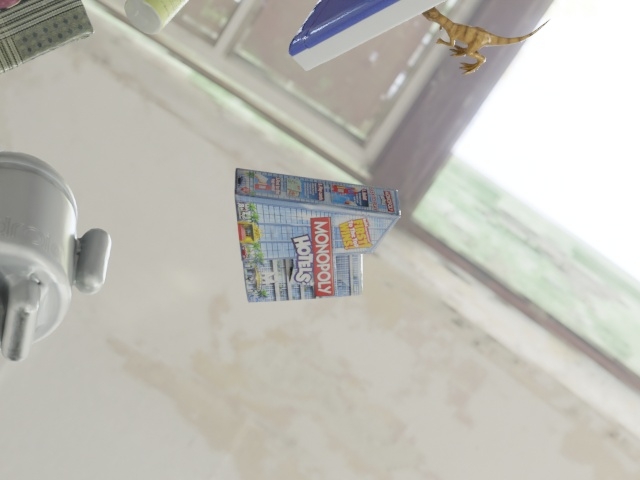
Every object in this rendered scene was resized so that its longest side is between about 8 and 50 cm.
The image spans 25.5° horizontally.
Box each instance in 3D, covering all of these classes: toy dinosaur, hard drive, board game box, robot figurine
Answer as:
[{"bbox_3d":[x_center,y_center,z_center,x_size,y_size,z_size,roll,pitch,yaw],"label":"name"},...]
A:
[{"bbox_3d":[0.264,-0.333,2.349,0.211,0.112,0.064,12,-128,-6],"label":"toy dinosaur"},{"bbox_3d":[0.116,-0.300,1.448,0.040,0.319,0.210,45,-125,-20],"label":"hard drive"},{"bbox_3d":[0.000,0.000,1.713,0.194,0.194,0.060,-3,-142,1],"label":"board game box"},{"bbox_3d":[-0.442,0.010,1.972,0.300,0.200,0.353,11,-143,-16],"label":"robot figurine"}]

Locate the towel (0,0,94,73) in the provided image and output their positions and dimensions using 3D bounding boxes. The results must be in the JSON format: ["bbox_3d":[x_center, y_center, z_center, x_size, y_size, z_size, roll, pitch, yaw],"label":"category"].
[{"bbox_3d":[-0.545,-0.380,2.112,0.312,0.324,0.056,63,162,2],"label":"towel"}]

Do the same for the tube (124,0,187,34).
[{"bbox_3d":[-0.182,-0.382,1.960,0.062,0.070,0.240,35,-124,-1],"label":"tube"}]

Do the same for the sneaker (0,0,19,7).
[{"bbox_3d":[-0.356,-0.307,1.391,0.185,0.069,0.084,55,176,-20],"label":"sneaker"}]
